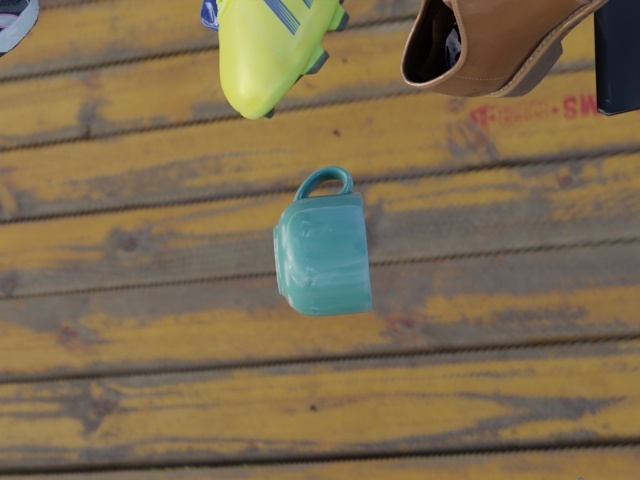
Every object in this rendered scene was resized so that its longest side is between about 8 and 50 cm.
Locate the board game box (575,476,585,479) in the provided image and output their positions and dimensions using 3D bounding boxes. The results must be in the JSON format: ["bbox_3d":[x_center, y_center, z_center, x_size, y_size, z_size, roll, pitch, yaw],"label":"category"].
[{"bbox_3d":[0.148,0.273,0.774,0.194,0.060,0.194,-34,52,-15],"label":"board game box"}]

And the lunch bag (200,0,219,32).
[{"bbox_3d":[-0.068,-0.239,1.241,0.067,0.065,0.099,13,92,28],"label":"lunch bag"}]

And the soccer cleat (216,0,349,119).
[{"bbox_3d":[-0.040,-0.202,0.877,0.093,0.121,0.289,-32,37,43],"label":"soccer cleat"}]

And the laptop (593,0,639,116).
[{"bbox_3d":[0.387,-0.203,1.144,0.264,0.136,0.234,13,63,-18],"label":"laptop"}]

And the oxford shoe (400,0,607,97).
[{"bbox_3d":[0.098,-0.139,0.635,0.076,0.212,0.076,-9,58,-26],"label":"oxford shoe"}]

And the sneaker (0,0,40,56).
[{"bbox_3d":[-0.269,-0.154,0.947,0.072,0.077,0.178,-17,30,30],"label":"sneaker"}]

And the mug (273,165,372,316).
[{"bbox_3d":[0.001,0.010,1.415,0.097,0.130,0.158,-6,31,1],"label":"mug"}]
